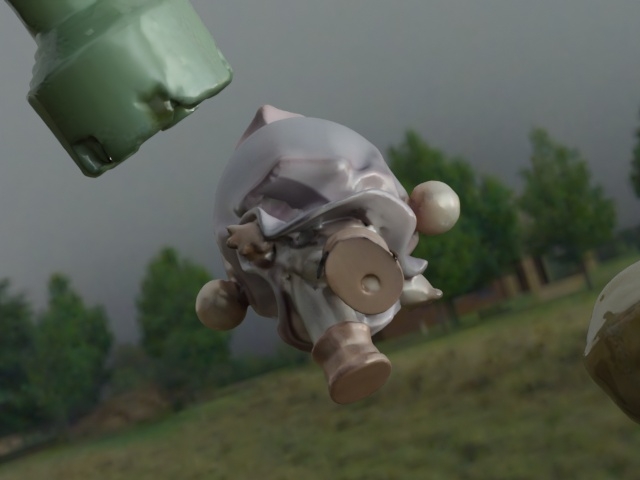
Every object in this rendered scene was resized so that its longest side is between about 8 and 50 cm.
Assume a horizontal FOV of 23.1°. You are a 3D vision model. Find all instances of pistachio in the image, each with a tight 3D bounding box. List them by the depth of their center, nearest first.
[{"bbox_3d":[0.267,0.048,0.946,0.223,0.126,0.152,-15,-30,-5],"label":"pistachio"}]

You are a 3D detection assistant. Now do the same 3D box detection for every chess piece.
[{"bbox_3d":[-0.185,-0.192,0.994,0.194,0.299,0.194,-35,5,3],"label":"chess piece"}]

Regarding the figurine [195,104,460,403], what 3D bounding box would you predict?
[{"bbox_3d":[0.000,-0.001,1.070,0.200,0.133,0.276,-26,25,-1],"label":"figurine"}]
